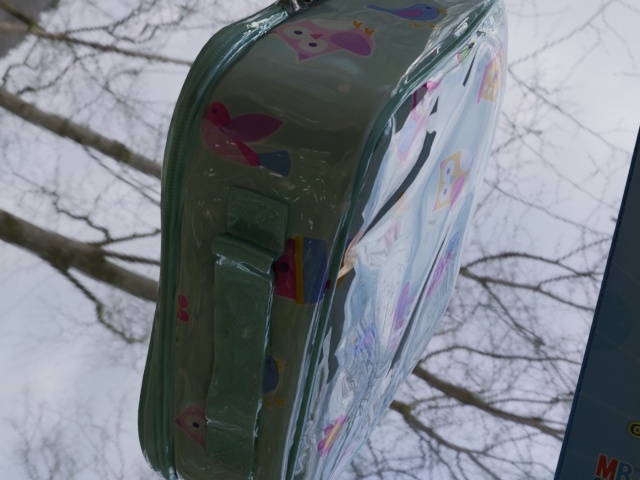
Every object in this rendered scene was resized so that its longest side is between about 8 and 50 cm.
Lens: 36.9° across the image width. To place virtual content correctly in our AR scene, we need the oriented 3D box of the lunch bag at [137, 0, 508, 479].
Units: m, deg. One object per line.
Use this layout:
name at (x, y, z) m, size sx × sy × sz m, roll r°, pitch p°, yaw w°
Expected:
lunch bag at (0.000, 0.000, 0.498) m, size 0.108 × 0.224 × 0.279 m, roll 23°, pitch -54°, yaw 20°

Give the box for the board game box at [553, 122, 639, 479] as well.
board game box at (0.271, 0.072, 0.403) m, size 0.308 × 0.086 × 0.301 m, roll 17°, pitch -75°, yaw 28°
